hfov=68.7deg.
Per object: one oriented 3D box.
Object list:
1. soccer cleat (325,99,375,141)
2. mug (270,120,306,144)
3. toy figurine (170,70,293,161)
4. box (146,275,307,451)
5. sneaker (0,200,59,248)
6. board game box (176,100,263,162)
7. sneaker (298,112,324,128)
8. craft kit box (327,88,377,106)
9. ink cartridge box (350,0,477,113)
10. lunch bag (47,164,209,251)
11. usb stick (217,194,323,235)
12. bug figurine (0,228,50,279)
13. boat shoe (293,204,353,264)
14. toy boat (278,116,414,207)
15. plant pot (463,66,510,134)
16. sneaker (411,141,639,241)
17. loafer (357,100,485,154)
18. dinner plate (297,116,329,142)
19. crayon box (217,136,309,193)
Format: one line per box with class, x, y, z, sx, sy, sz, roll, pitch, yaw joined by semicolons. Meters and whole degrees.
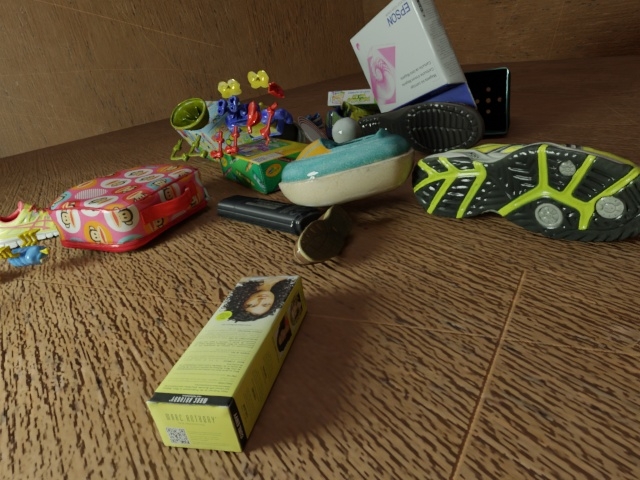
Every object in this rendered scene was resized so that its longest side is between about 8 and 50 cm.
soccer cleat;0.108;-0.403;1.528;0.094;0.121;0.289;5;26;31
mug;-0.127;-0.332;1.487;0.150;0.113;0.169;-10;20;-3
toy figurine;-0.202;-0.294;1.257;0.363;0.191;0.217;-5;-7;32
box;-0.087;0.119;0.521;0.088;0.058;0.232;-3;25;15
sneaker;-0.657;-0.052;1.087;0.209;0.094;0.081;-23;25;-31
board game box;-0.324;-0.346;1.498;0.144;0.142;0.275;-50;36;-12
sneaker;-0.057;-0.438;1.752;0.144;0.059;0.053;-23;29;-25
craft kit box;0.197;-0.481;1.647;0.247;0.060;0.250;6;6;39
ink cartridge box;0.234;-0.452;1.255;0.071;0.330;0.324;-29;10;-18
lunch bag;-0.389;-0.081;1.013;0.258;0.120;0.293;2;26;25
usb stick;-0.108;-0.054;0.921;0.077;0.045;0.278;-24;24;-37
bug figurine;-0.614;0.080;0.805;0.216;0.072;0.279;-5;28;27
boat shoe;0.000;0.000;0.761;0.060;0.064;0.178;-40;4;30
toy boat;0.050;-0.168;0.946;0.268;0.148;0.318;-13;14;12
plant pot;0.459;-0.394;1.334;0.166;0.165;0.234;3;18;27
sneaker;0.333;-0.103;0.744;0.147;0.145;0.385;-28;31;-33
loafer;0.266;-0.311;1.246;0.366;0.133;0.130;11;32;40
dinner plate;-0.019;-0.315;1.403;0.017;0.141;0.141;-41;14;23
crayon box;-0.141;-0.207;1.241;0.165;0.081;0.278;-22;26;-26
